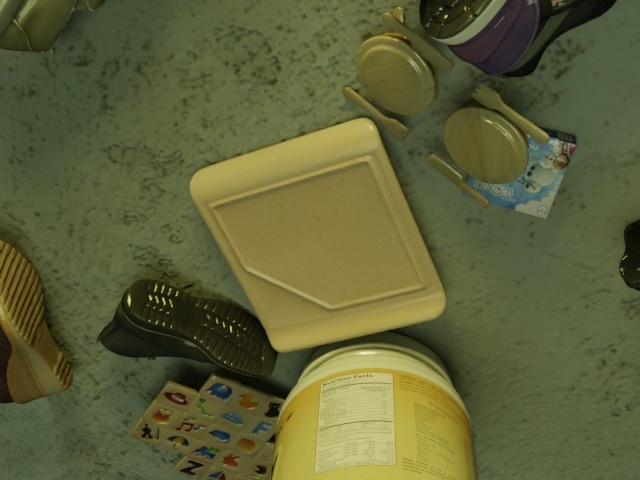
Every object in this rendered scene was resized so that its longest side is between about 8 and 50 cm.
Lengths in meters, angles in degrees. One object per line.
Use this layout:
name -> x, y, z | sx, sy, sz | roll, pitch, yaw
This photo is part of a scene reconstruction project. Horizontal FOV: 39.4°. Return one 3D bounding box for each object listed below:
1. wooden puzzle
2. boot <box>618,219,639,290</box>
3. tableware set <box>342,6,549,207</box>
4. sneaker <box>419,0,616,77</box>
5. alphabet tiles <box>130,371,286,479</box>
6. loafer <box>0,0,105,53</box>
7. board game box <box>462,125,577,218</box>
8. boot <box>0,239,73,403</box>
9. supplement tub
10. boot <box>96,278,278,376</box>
wooden puzzle -> 0.000, 0.000, 0.978 | 0.221, 0.044, 0.238 | -15, 114, 21
boot -> 0.340, 0.042, 0.887 | 0.045, 0.121, 0.099 | -28, 107, 29
tableware set -> 0.120, -0.131, 0.847 | 0.194, 0.039, 0.128 | 39, 148, 4
sneaker -> 0.219, -0.257, 0.747 | 0.124, 0.107, 0.283 | 26, 123, -37
alphabet tiles -> -0.113, 0.256, 1.153 | 0.237, 0.009, 0.198 | 25, 125, -19
loafer -> -0.233, -0.270, 0.832 | 0.251, 0.094, 0.087 | -39, 142, 28
board game box -> 0.198, -0.074, 0.898 | 0.090, 0.020, 0.090 | 15, 125, 3
boot -> -0.441, 0.111, 1.107 | 0.207, 0.090, 0.248 | -5, 125, 12
supplement tub -> 0.058, 0.266, 0.958 | 0.228, 0.316, 0.228 | 2, 120, 3
boot -> -0.163, 0.123, 1.084 | 0.198, 0.076, 0.137 | 31, 141, -16
